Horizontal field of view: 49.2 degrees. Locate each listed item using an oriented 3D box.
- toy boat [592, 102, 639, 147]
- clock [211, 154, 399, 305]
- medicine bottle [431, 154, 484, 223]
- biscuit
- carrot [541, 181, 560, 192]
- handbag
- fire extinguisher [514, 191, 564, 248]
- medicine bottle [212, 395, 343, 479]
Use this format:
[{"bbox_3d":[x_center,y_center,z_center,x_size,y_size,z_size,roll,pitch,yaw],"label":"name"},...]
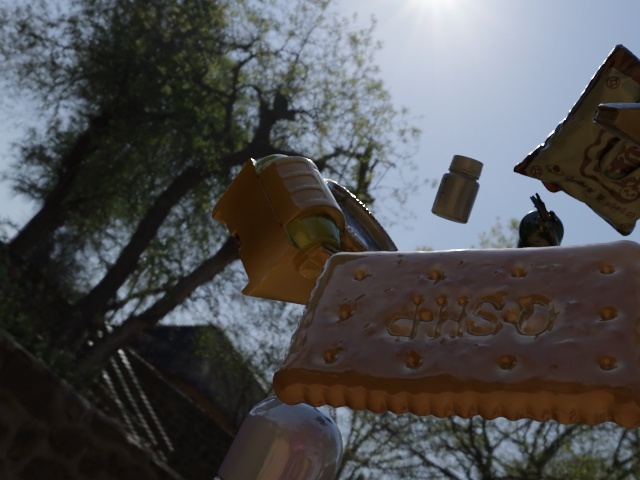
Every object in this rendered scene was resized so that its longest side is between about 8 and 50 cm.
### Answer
[{"bbox_3d":[0.356,-0.113,0.724,0.149,0.047,0.049,15,14,-5],"label":"toy boat"},{"bbox_3d":[0.000,0.000,1.216,0.317,0.200,0.244,24,32,-46],"label":"clock"},{"bbox_3d":[0.285,-0.106,1.443,0.080,0.130,0.080,20,0,0],"label":"medicine bottle"},{"bbox_3d":[0.098,0.056,0.492,0.249,0.160,0.030,-2,-52,25],"label":"biscuit"},{"bbox_3d":[0.469,-0.147,1.199,0.087,0.193,0.087,159,-90,-88],"label":"carrot"},{"bbox_3d":[0.445,-0.138,1.037,0.213,0.127,0.235,34,-59,0],"label":"handbag"},{"bbox_3d":[0.451,0.005,1.441,0.294,0.093,0.118,70,-3,-62],"label":"fire extinguisher"},{"bbox_3d":[-0.083,0.340,0.785,0.130,0.341,0.130,25,-15,7],"label":"medicine bottle"}]
